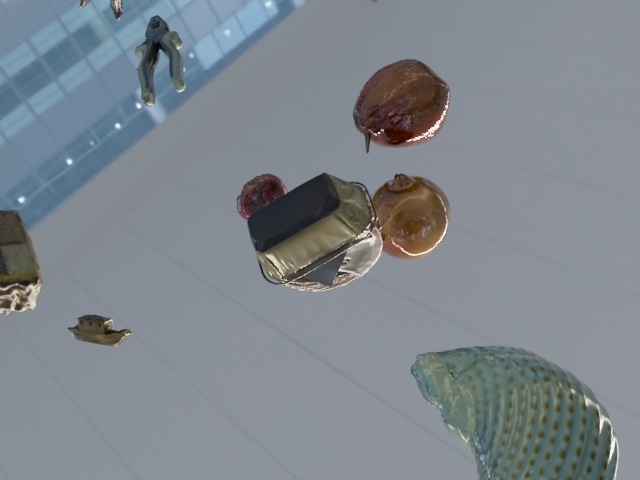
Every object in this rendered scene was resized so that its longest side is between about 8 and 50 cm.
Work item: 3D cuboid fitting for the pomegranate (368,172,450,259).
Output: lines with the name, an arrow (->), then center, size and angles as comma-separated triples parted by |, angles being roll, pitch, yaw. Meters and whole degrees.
pomegranate -> 0.201, -0.054, 1.878 | 0.209, 0.209, 0.209 | -18, -142, 15

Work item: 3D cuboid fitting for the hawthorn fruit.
hawthorn fruit -> 0.177, -0.305, 1.909 | 0.262, 0.210, 0.210 | -40, -142, -26

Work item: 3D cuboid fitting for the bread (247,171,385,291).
bread -> 0.000, 0.000, 1.356 | 0.224, 0.212, 0.142 | -29, -128, 13

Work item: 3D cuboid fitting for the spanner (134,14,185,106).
spanner -> -0.316, -0.363, 1.575 | 0.095, 0.040, 0.325 | -22, -139, 5

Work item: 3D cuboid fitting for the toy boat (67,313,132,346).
toy boat -> -0.639, 0.257, 2.335 | 0.200, 0.077, 0.057 | 7, -167, 22

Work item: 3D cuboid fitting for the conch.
conch -> 0.294, 0.267, 1.187 | 0.215, 0.319, 0.303 | -30, 176, -5

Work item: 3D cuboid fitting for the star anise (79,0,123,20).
star anise -> -0.541, -0.719, 2.082 | 0.288, 0.288, 0.088 | -29, -150, 1

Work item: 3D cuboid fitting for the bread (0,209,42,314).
bread -> -0.616, 0.037, 1.483 | 0.181, 0.096, 0.222 | -2, -137, -33

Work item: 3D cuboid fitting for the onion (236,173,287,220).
onion -> -0.144, -0.097, 2.190 | 0.150, 0.150, 0.140 | -35, -134, -7
